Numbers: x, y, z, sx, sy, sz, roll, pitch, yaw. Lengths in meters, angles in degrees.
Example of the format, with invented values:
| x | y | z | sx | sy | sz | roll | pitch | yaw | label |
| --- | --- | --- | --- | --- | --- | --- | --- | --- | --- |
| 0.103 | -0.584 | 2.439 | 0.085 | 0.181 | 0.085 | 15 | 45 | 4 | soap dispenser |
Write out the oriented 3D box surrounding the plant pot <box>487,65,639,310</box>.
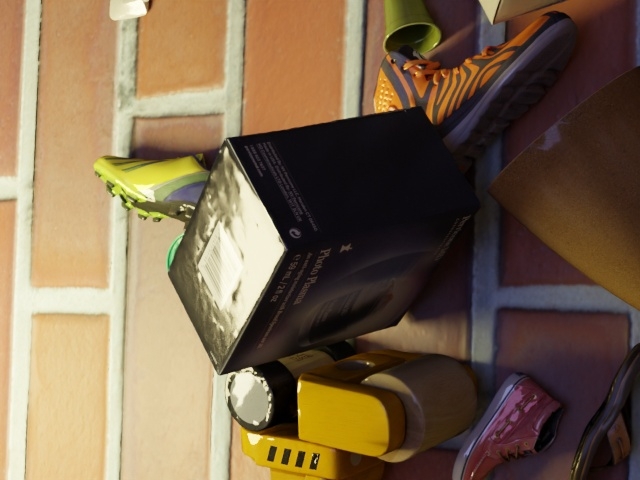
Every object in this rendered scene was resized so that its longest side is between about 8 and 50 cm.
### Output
| x | y | z | sx | sy | sz | roll | pitch | yaw | label |
| --- | --- | --- | --- | --- | --- | --- | --- | --- | --- |
| 0.372 | -0.038 | 1.583 | 0.237 | 0.237 | 0.254 | -43 | 80 | 24 | plant pot |

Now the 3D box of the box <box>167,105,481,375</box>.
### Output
| x | y | z | sx | sy | sz | roll | pitch | yaw | label |
| --- | --- | --- | --- | --- | --- | --- | --- | --- | --- |
| 0.000 | 0.000 | 1.703 | 0.182 | 0.294 | 0.296 | 60 | 146 | 24 | box |

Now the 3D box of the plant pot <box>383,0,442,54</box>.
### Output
| x | y | z | sx | sy | sz | roll | pitch | yaw | label |
| --- | --- | --- | --- | --- | --- | --- | --- | --- | --- |
| 0.121 | -0.310 | 1.846 | 0.083 | 0.083 | 0.079 | -27 | 59 | 29 | plant pot |

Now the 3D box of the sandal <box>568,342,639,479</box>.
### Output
| x | y | z | sx | sy | sz | roll | pitch | yaw | label |
| --- | --- | --- | --- | --- | --- | --- | --- | --- | --- |
| 0.367 | 0.232 | 1.645 | 0.060 | 0.090 | 0.219 | 27 | 95 | 10 | sandal |

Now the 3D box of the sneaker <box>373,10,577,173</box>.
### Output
| x | y | z | sx | sy | sz | roll | pitch | yaw | label |
| --- | --- | --- | --- | --- | --- | --- | --- | --- | --- |
| 0.182 | -0.221 | 1.764 | 0.321 | 0.125 | 0.180 | -45 | 65 | 23 | sneaker |

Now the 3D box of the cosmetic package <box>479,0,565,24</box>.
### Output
| x | y | z | sx | sy | sz | roll | pitch | yaw | label |
| --- | --- | --- | --- | --- | --- | --- | --- | --- | --- |
| 0.235 | -0.452 | 1.712 | 0.160 | 0.113 | 0.309 | -18 | 72 | -11 | cosmetic package |

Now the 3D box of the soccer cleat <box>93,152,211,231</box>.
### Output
| x | y | z | sx | sy | sz | roll | pitch | yaw | label |
| --- | --- | --- | --- | --- | --- | --- | --- | --- | --- |
| -0.236 | -0.092 | 2.073 | 0.289 | 0.093 | 0.121 | 19 | 67 | 38 | soccer cleat |

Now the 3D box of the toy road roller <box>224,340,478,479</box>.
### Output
| x | y | z | sx | sy | sz | roll | pitch | yaw | label |
| --- | --- | --- | --- | --- | --- | --- | --- | --- | --- |
| 0.042 | 0.271 | 1.784 | 0.330 | 0.202 | 0.240 | 3 | 101 | 39 | toy road roller |

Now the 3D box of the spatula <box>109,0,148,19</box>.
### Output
| x | y | z | sx | sy | sz | roll | pitch | yaw | label |
| --- | --- | --- | --- | --- | --- | --- | --- | --- | --- |
| -0.252 | -0.456 | 2.138 | 0.242 | 0.019 | 0.168 | -8 | 77 | 32 | spatula |

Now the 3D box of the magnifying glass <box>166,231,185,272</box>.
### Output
| x | y | z | sx | sy | sz | roll | pitch | yaw | label |
| --- | --- | --- | --- | --- | --- | --- | --- | --- | --- |
| -0.145 | 0.007 | 2.028 | 0.231 | 0.026 | 0.092 | -25 | 73 | 32 | magnifying glass |

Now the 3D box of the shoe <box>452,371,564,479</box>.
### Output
| x | y | z | sx | sy | sz | roll | pitch | yaw | label |
| --- | --- | --- | --- | --- | --- | --- | --- | --- | --- |
| 0.244 | 0.265 | 1.722 | 0.081 | 0.063 | 0.178 | 36 | 102 | 36 | shoe |
